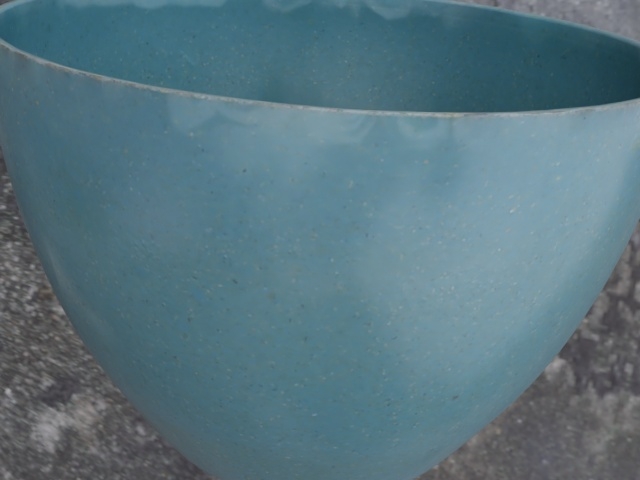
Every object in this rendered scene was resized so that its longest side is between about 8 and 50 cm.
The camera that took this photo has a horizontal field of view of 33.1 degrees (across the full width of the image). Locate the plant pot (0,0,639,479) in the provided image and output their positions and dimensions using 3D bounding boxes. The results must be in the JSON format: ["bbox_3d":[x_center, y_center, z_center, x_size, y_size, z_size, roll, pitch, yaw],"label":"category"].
[{"bbox_3d":[0.000,0.000,0.495,0.290,0.290,0.195,-10,114,-34],"label":"plant pot"}]
